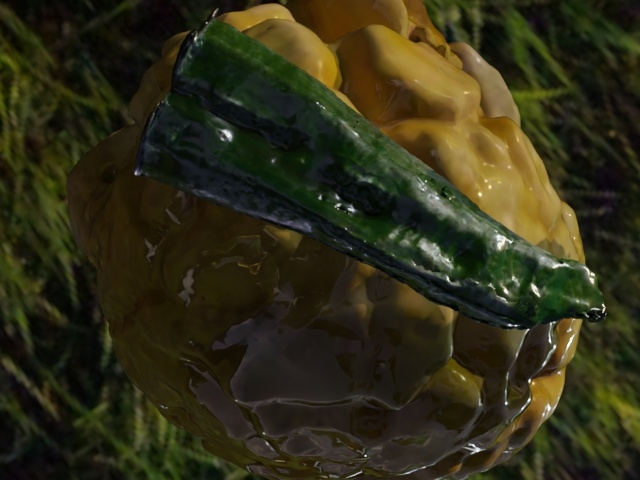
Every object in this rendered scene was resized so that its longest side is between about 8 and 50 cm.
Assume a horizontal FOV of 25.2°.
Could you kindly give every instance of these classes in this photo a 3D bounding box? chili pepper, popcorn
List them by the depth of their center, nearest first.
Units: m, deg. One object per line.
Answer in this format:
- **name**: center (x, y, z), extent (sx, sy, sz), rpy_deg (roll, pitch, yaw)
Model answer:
- **chili pepper**: center (0.031, -0.020, 0.657), extent (0.088, 0.227, 0.059), rpy_deg (-63, 177, -12)
- **popcorn**: center (0.005, 0.019, 1.024), extent (0.344, 0.390, 0.354), rpy_deg (-21, -168, 16)
